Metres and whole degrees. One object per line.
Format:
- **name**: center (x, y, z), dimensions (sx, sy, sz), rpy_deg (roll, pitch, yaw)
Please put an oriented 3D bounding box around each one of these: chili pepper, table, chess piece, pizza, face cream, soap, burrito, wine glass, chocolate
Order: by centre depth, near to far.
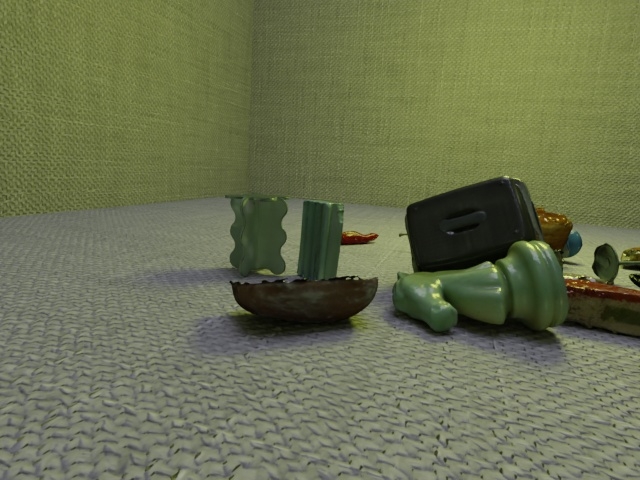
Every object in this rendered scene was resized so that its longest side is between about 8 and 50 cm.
- **chocolate**: center (-0.028, 0.109, 0.789), dimensions (0.261, 0.083, 0.161), rpy_deg (1, -7, -20)
- **chess piece**: center (0.288, 0.101, 0.833), dimensions (0.298, 0.176, 0.176), rpy_deg (-9, 9, 7)
- **soap**: center (0.000, 0.000, 1.082), dimensions (0.063, 0.198, 0.114), rpy_deg (0, 11, -33)
- **burrito**: center (0.605, 0.107, 1.086), dimensions (0.226, 0.060, 0.087), rpy_deg (11, 13, 41)
- **table**: center (-0.161, -0.016, 1.110), dimensions (0.166, 0.198, 0.166), rpy_deg (3, 10, -1)
- **wine glass**: center (0.925, 0.066, 1.240), dimensions (0.232, 0.156, 0.156), rpy_deg (0, 10, 4)
- **pizza**: center (1.195, 0.058, 1.525), dimensions (0.257, 0.087, 0.268), rpy_deg (4, 8, 29)
- **face cream**: center (0.818, -0.011, 1.589), dimensions (0.083, 0.149, 0.264), rpy_deg (-7, 18, -32)
- **chili pepper**: center (0.117, -0.008, 1.624), dimensions (0.268, 0.059, 0.050), rpy_deg (1, 48, -31)

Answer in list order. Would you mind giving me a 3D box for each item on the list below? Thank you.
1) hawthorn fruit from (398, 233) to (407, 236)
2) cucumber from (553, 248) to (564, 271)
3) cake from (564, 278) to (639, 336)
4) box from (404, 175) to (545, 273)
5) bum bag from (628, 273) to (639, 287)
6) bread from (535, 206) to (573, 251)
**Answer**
- **hawthorn fruit**: center (0.426, -0.028, 1.525), dimensions (0.285, 0.165, 0.165), rpy_deg (3, 10, -9)
- **cucumber**: center (0.424, 0.074, 1.104), dimensions (0.325, 0.145, 0.105), rpy_deg (10, -33, 42)
- **cake**: center (0.583, 0.130, 0.869), dimensions (0.220, 0.086, 0.117), rpy_deg (6, 12, 20)
- **box**: center (0.347, -0.014, 1.005), dimensions (0.290, 0.221, 0.166), rpy_deg (-17, -28, 24)
- **bum bag**: center (0.775, 0.143, 0.911), dimensions (0.137, 0.074, 0.310), rpy_deg (18, 19, 8)
- **bread**: center (0.651, -0.015, 1.440), dimensions (0.344, 0.195, 0.149), rpy_deg (-1, 31, -25)
